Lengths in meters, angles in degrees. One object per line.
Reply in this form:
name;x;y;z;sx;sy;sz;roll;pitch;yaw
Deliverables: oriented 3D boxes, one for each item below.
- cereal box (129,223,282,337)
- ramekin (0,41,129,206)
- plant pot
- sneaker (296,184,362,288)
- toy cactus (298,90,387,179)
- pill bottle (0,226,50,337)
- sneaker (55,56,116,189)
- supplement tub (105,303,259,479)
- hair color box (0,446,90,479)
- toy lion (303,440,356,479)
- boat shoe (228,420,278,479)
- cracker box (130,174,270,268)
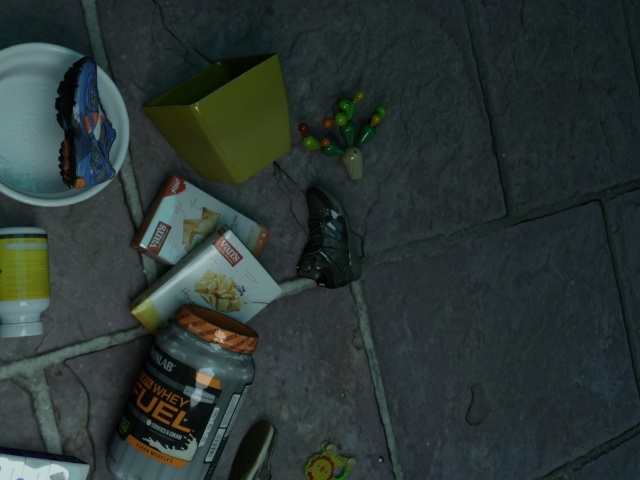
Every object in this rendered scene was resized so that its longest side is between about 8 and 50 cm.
cereal box;-0.215;0.109;1.491;0.240;0.047;0.173;-40;115;-2
ramekin;-0.486;-0.190;1.364;0.277;0.135;0.277;3;85;-30
plant pot;-0.179;-0.227;1.522;0.212;0.212;0.187;-38;119;-28
sneaker;0.000;0.000;1.667;0.130;0.087;0.228;-25;104;-36
toy cactus;0.054;-0.222;1.725;0.219;0.112;0.181;-30;120;-32
pill bottle;-0.517;0.071;1.343;0.103;0.103;0.184;-2;87;-31
sneaker;-0.387;-0.195;1.309;0.087;0.083;0.221;-1;92;-44
supplement tub;-0.239;0.286;1.399;0.193;0.193;0.316;22;91;-28
hair color box;-0.573;0.430;1.281;0.338;0.110;0.185;17;76;-27
toy lion;0.015;0.485;1.673;0.100;0.034;0.096;39;75;-23
boat shoe;-0.135;0.472;1.559;0.073;0.080;0.224;30;77;-31
cracker box;-0.232;-0.003;1.540;0.232;0.067;0.156;31;73;-25
